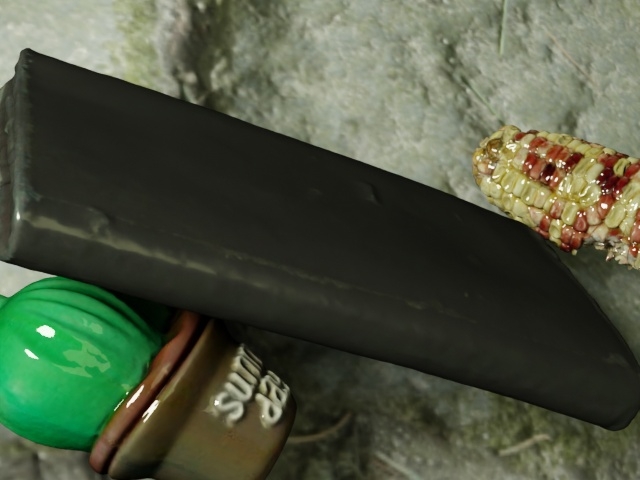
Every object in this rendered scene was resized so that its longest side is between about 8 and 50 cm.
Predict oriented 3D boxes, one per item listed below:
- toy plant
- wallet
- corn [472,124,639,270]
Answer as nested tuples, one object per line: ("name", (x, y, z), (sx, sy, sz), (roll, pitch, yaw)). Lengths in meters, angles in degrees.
("toy plant", (-0.111, 0.067, 0.591), (0.200, 0.105, 0.143), (33, 30, -7))
("wallet", (0.000, 0.001, 0.659), (0.406, 0.062, 0.228), (17, 25, -24))
("corn", (0.250, -0.010, 0.795), (0.290, 0.098, 0.098), (23, 49, 23))
